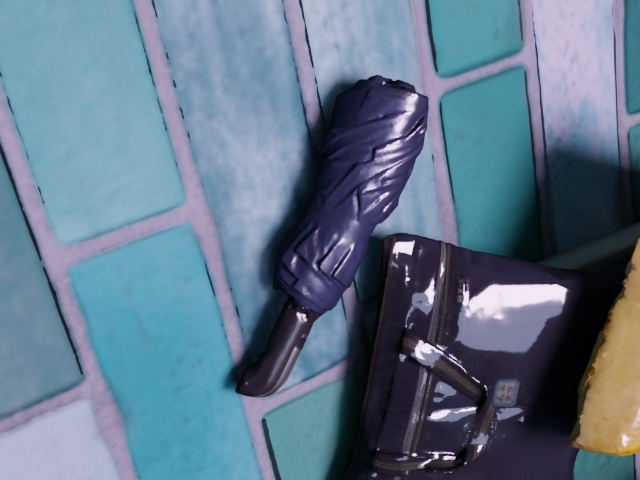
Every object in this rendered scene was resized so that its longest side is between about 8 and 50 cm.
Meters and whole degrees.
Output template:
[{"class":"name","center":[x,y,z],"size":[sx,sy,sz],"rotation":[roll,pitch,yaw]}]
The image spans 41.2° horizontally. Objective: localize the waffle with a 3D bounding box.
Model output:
[{"class":"waffle","center":[0.283,0.048,0.677],"size":[0.221,0.055,0.248],"rotation":[10,98,-59]}]

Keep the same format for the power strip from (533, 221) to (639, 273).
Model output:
[{"class":"power strip","center":[0.274,0.051,0.783],"size":[0.270,0.046,0.118],"rotation":[-18,114,-24]}]

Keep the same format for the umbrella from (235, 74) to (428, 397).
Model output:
[{"class":"umbrella","center":[0.007,0.003,0.603],"size":[0.070,0.071,0.248],"rotation":[15,102,-33]}]

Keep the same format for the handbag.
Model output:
[{"class":"handbag","center":[0.123,0.123,0.677],"size":[0.211,0.089,0.254],"rotation":[5,106,-13]}]
